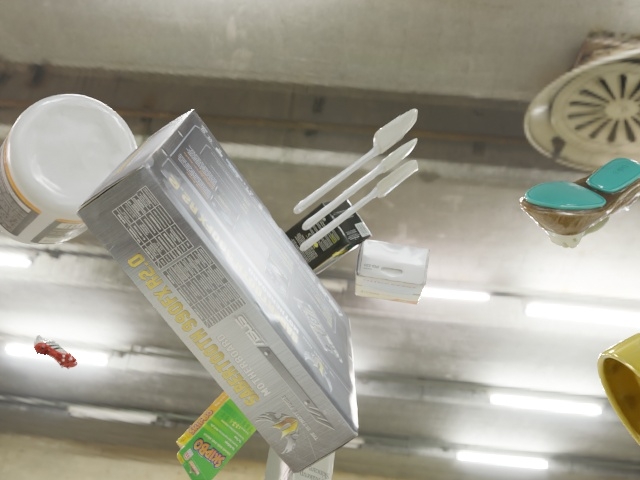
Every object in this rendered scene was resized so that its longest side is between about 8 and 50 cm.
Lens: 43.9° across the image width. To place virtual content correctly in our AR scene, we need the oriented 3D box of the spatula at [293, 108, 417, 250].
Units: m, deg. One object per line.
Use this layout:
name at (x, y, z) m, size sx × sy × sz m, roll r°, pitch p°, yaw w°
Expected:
spatula at (0.056, -0.087, 1.200) m, size 0.019 × 0.242 × 0.168 m, roll 48°, pitch -14°, yaw 22°

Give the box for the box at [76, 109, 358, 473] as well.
box at (-0.060, 0.027, 0.583) m, size 0.056 × 0.183 × 0.231 m, roll -33°, pitch -73°, yaw 12°

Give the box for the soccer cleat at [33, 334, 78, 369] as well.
soccer cleat at (-0.421, 0.177, 1.266) m, size 0.029 × 0.035 × 0.083 m, roll -42°, pitch -49°, yaw 13°

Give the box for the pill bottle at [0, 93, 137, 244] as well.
pill bottle at (-0.362, -0.081, 1.078) m, size 0.162 × 0.162 × 0.278 m, roll 24°, pitch -21°, yaw -25°

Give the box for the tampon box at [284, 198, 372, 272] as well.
tampon box at (0.000, 0.000, 1.655) m, size 0.161 × 0.101 × 0.120 m, roll -37°, pitch -8°, yaw 27°

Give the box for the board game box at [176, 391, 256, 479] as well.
board game box at (-0.198, 0.391, 1.677) m, size 0.039 × 0.259 × 0.124 m, roll 9°, pitch -46°, yaw 40°

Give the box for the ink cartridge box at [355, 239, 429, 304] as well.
ink cartridge box at (0.163, 0.076, 1.847) m, size 0.158 × 0.092 × 0.218 m, roll 8°, pitch -14°, yaw 4°

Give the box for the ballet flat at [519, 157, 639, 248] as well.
ballet flat at (0.478, -0.057, 1.453) m, size 0.116 × 0.342 × 0.124 m, roll 32°, pitch -51°, yaw 36°

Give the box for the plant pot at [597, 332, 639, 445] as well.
plant pot at (0.660, 0.248, 1.385) m, size 0.239 × 0.254 × 0.254 m, roll -29°, pitch -33°, yaw -5°

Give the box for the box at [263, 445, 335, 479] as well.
box at (-0.031, 0.392, 1.632) m, size 0.094 × 0.275 × 0.113 m, roll -21°, pitch -39°, yaw 41°
